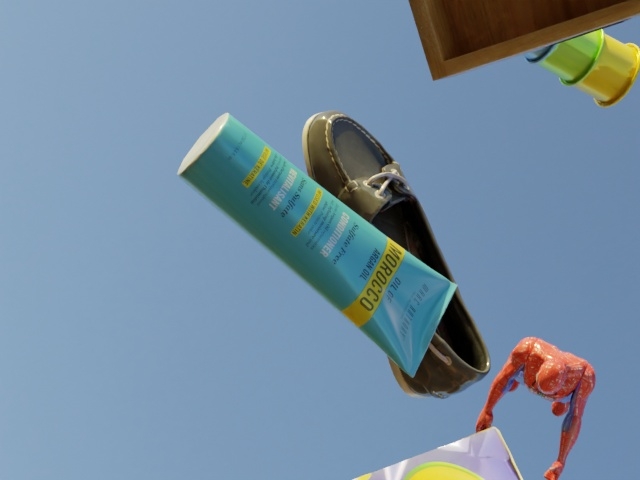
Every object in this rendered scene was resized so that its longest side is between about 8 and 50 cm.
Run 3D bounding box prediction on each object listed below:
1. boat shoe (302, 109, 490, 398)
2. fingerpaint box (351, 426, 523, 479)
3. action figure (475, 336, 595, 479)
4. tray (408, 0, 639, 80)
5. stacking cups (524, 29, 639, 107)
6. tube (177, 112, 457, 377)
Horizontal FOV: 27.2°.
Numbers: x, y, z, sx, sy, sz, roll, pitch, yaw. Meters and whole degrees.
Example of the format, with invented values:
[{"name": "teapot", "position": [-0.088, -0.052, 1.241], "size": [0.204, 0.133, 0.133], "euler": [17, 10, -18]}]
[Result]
[{"name": "boat shoe", "position": [0.089, 0.007, 1.410], "size": [0.095, 0.112, 0.335], "euler": [-21, -87, 46]}, {"name": "fingerpaint box", "position": [0.151, 0.424, 0.932], "size": [0.371, 0.163, 0.445], "euler": [75, -7, -48]}, {"name": "action figure", "position": [0.206, 0.169, 1.290], "size": [0.091, 0.280, 0.139], "euler": [24, -97, 10]}, {"name": "tray", "position": [0.136, -0.361, 1.099], "size": [0.203, 0.076, 0.411], "euler": [-16, -87, 23]}, {"name": "stacking cups", "position": [0.264, -0.275, 1.722], "size": [0.096, 0.316, 0.096], "euler": [-52, -155, 37]}, {"name": "tube", "position": [0.000, 0.000, 0.879], "size": [0.207, 0.080, 0.052], "euler": [39, -26, -15]}]
